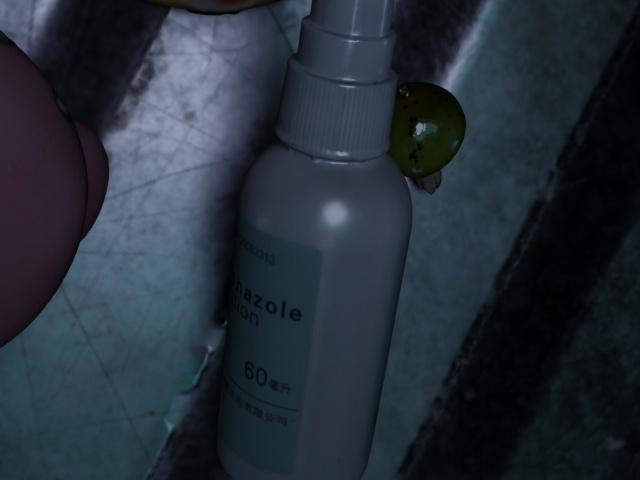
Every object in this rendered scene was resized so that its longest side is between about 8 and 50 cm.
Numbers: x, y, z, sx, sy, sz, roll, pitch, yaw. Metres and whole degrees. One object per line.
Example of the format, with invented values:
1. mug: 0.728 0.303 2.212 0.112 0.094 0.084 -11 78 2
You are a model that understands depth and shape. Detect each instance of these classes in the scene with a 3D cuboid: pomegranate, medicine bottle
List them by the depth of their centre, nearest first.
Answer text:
1. medicine bottle: 0.000 0.000 0.578 0.110 0.110 0.351 0 117 -15
2. pomegranate: 0.073 -0.077 0.666 0.084 0.073 0.073 27 91 -54

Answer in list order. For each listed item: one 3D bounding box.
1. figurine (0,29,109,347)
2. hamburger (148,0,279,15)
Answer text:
1. figurine: -0.249 -0.014 0.498 0.261 0.211 0.269 -42 112 -10
2. hamburger: -0.038 -0.262 0.545 0.303 0.186 0.261 24 93 -19
